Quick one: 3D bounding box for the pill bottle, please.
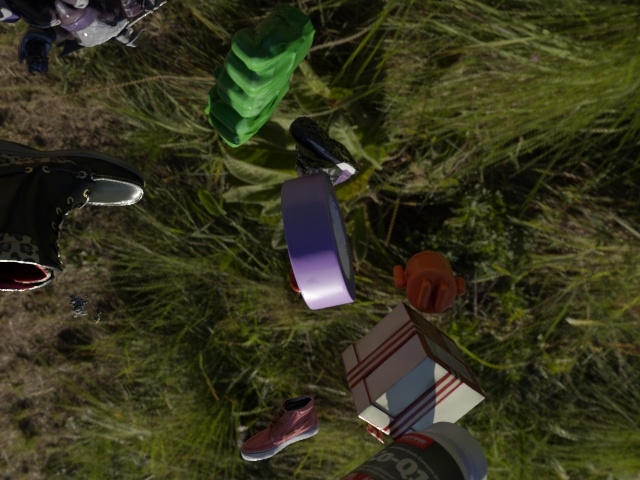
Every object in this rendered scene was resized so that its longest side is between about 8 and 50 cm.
[{"bbox_3d":[0.148,0.421,0.936,0.283,0.161,0.161,-15,139,-43],"label":"pill bottle"}]

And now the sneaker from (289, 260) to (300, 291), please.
[{"bbox_3d":[-0.039,0.043,1.412,0.067,0.064,0.175,-17,123,-48],"label":"sneaker"}]

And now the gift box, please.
[{"bbox_3d":[0.225,0.361,1.389,0.276,0.255,0.258,40,106,-20],"label":"gift box"}]

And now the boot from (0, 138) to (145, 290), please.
[{"bbox_3d":[-0.316,-0.025,0.672,0.236,0.178,0.085,6,141,-41],"label":"boot"}]

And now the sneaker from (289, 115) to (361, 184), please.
[{"bbox_3d":[-0.012,-0.180,1.292,0.124,0.107,0.283,-35,155,16],"label":"sneaker"}]

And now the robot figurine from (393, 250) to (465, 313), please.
[{"bbox_3d":[0.278,0.102,1.435,0.158,0.128,0.219,-26,-165,15],"label":"robot figurine"}]

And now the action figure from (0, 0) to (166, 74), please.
[{"bbox_3d":[-0.275,-0.249,0.594,0.185,0.099,0.285,-32,177,14],"label":"action figure"}]

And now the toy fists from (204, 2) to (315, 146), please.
[{"bbox_3d":[-0.107,-0.239,0.856,0.142,0.096,0.279,-58,-171,-20],"label":"toy fists"}]

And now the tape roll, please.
[{"bbox_3d":[0.000,0.000,1.157,0.090,0.274,0.274,-12,150,8],"label":"tape roll"}]

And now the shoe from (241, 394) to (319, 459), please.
[{"bbox_3d":[-0.087,0.387,1.173,0.178,0.063,0.081,-16,110,-24],"label":"shoe"}]

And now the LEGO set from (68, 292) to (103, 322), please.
[{"bbox_3d":[-0.479,0.135,1.129,0.023,0.083,0.054,-18,121,-77],"label":"LEGO set"}]
